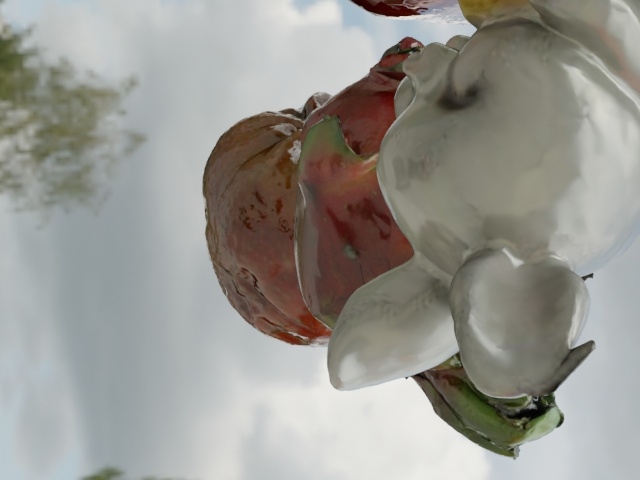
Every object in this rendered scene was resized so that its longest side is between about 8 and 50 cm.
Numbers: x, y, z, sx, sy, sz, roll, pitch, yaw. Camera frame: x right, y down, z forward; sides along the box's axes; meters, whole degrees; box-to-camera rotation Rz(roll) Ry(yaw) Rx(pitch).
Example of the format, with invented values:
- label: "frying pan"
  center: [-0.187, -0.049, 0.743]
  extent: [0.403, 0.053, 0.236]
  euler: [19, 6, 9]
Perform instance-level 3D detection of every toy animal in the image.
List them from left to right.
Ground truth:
- label: "toy animal"
  center: [0.124, -0.063, 0.781]
  extent: [0.208, 0.154, 0.325]
  euler: [-9, -123, 59]

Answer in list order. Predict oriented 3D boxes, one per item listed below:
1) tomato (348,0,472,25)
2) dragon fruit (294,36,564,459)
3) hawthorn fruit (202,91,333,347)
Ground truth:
- label: "tomato"
  center: [0.115, -0.299, 1.164]
  extent: [0.289, 0.325, 0.293]
  euler: [-27, -94, 25]
- label: "dragon fruit"
  center: [0.089, -0.001, 1.059]
  extent: [0.269, 0.198, 0.200]
  euler: [40, -75, 21]
- label: "hawthorn fruit"
  center: [-0.004, -0.019, 1.591]
  extent: [0.262, 0.258, 0.258]
  euler: [-62, -143, 28]
